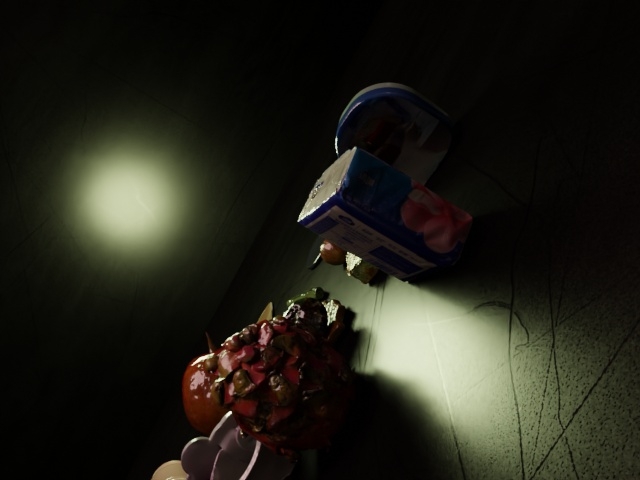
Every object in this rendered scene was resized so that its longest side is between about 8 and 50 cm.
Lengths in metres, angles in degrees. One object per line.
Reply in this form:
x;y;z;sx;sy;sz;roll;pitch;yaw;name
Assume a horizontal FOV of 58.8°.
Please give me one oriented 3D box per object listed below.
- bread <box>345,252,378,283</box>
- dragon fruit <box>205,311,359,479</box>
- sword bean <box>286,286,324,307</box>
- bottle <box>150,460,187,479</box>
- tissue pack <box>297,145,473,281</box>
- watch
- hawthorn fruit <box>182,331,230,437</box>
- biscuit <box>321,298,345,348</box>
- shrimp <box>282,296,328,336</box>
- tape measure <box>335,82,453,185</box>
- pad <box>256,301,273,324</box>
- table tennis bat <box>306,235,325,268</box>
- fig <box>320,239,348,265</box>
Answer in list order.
0.114;0.029;1.393;0.128;0.069;0.140;-55;18;26;bread
-0.089;0.289;1.139;0.269;0.290;0.250;-58;19;16;dragon fruit
-0.048;0.178;1.762;0.043;0.038;0.269;-39;3;-26;sword bean
-0.420;0.756;1.708;0.206;0.173;0.297;-32;2;-18;bottle
0.119;-0.045;1.091;0.209;0.269;0.137;-37;28;61;tissue pack
-0.180;0.509;1.275;0.248;0.210;0.217;-53;22;-3;watch
-0.253;0.418;1.553;0.258;0.258;0.262;-58;36;13;hawthorn fruit
0.011;0.232;1.426;0.215;0.034;0.182;-31;36;62;biscuit
-0.105;0.298;1.418;0.372;0.137;0.172;-48;-19;11;shrimp
0.167;-0.247;1.401;0.259;0.262;0.138;-53;5;28;tape measure
-0.249;0.390;2.103;0.287;0.018;0.284;-59;13;10;pad
0.000;0.000;1.972;0.150;0.027;0.237;-49;19;42;table tennis bat
0.054;0.039;1.604;0.089;0.088;0.125;-59;34;8;fig
